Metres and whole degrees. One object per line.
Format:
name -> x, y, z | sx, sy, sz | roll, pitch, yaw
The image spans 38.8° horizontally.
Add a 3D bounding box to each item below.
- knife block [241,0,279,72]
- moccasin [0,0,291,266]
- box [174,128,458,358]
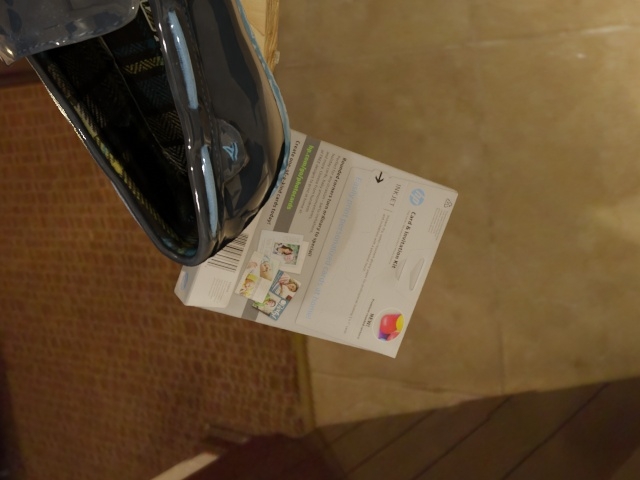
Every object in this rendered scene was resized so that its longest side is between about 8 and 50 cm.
knife block -> -0.158, -0.251, 0.841 | 0.241, 0.088, 0.276 | 10, 140, 3
moccasin -> -0.112, -0.130, 0.467 | 0.137, 0.117, 0.342 | -11, 127, 34
box -> 0.000, 0.000, 0.696 | 0.038, 0.186, 0.145 | 33, 104, 63
